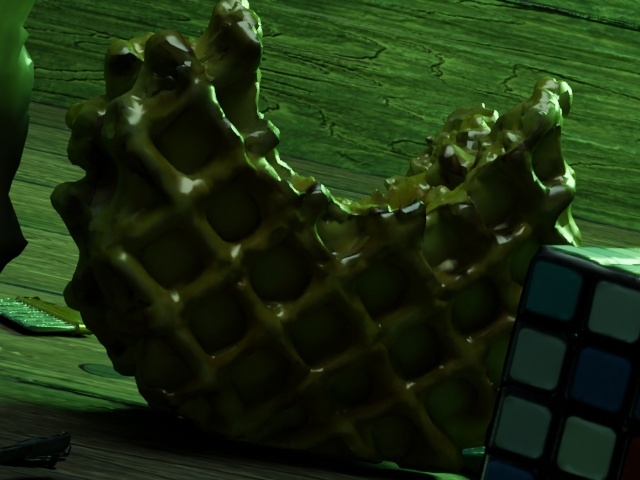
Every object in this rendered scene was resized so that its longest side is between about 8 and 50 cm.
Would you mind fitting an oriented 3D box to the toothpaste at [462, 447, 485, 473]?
[{"bbox_3d":[0.111,0.143,1.250,0.027,0.019,0.083,-13,16,-30],"label":"toothpaste"}]

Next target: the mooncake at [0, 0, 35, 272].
[{"bbox_3d":[-0.278,-0.121,1.103,0.246,0.394,0.393,16,40,40],"label":"mooncake"}]

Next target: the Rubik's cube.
[{"bbox_3d":[0.203,0.110,1.016,0.187,0.182,0.184,17,8,27],"label":"Rubik's cube"}]

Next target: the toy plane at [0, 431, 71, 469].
[{"bbox_3d":[-0.215,0.093,0.978,0.078,0.053,0.197,28,11,32],"label":"toy plane"}]

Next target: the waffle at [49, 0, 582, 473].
[{"bbox_3d":[0.000,0.000,1.213,0.324,0.261,0.151,13,0,-17],"label":"waffle"}]

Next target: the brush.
[{"bbox_3d":[-0.154,0.057,1.477,0.218,0.010,0.082,5,11,-46],"label":"brush"}]
